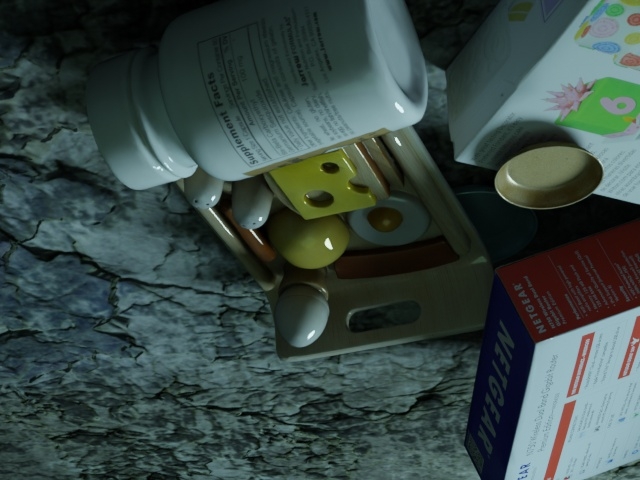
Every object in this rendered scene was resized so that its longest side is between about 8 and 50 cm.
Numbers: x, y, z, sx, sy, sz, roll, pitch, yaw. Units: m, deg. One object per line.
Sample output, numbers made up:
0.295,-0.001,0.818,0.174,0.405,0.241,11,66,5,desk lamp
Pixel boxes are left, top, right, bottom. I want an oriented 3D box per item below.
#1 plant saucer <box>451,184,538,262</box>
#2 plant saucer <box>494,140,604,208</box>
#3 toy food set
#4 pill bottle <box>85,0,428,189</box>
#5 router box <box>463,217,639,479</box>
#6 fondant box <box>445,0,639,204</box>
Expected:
0.133,-0.017,1.464,0.119,0.021,0.119,-2,146,-2,plant saucer
0.173,-0.053,1.253,0.083,0.015,0.083,-2,148,-1,plant saucer
0.000,0.000,1.391,0.219,0.092,0.306,-11,143,21,toy food set
-0.048,-0.116,1.205,0.229,0.131,0.131,-16,144,20,pill bottle
0.295,0.098,1.512,0.301,0.082,0.335,-18,148,-13,router box
0.295,-0.125,1.249,0.330,0.096,0.238,11,144,-21,fondant box
